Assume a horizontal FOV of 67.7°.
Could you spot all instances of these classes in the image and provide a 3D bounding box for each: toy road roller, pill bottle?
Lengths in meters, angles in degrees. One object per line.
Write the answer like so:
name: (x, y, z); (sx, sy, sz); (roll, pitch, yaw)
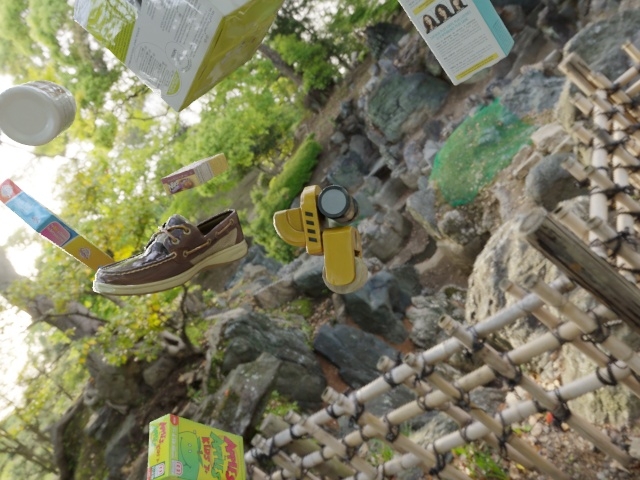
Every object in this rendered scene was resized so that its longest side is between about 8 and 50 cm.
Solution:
toy road roller: (0.000, 0.000, 1.421); (0.241, 0.329, 0.202); (-9, -6, 12)
pill bottle: (-0.656, -0.308, 1.126); (0.131, 0.131, 0.229); (-50, 25, 9)

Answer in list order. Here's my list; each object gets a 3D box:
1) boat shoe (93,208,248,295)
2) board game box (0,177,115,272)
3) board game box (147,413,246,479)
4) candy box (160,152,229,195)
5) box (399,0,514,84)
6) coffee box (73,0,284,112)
boat shoe: (-0.278, 0.009, 0.922); (0.123, 0.123, 0.342); (8, 18, 37)
board game box: (-0.808, -0.033, 1.468); (0.064, 0.242, 0.316); (-51, -25, -15)
board game box: (-0.194, 0.351, 0.769); (0.043, 0.181, 0.092); (-29, 48, 16)
candy box: (-0.343, -0.186, 1.321); (0.109, 0.053, 0.186); (-13, 17, 21)
box: (0.199, -0.381, 0.764); (0.101, 0.244, 0.060); (-21, 26, 47)
coffee box: (-0.308, -0.580, 1.118); (0.338, 0.334, 0.337); (-37, 14, 51)
